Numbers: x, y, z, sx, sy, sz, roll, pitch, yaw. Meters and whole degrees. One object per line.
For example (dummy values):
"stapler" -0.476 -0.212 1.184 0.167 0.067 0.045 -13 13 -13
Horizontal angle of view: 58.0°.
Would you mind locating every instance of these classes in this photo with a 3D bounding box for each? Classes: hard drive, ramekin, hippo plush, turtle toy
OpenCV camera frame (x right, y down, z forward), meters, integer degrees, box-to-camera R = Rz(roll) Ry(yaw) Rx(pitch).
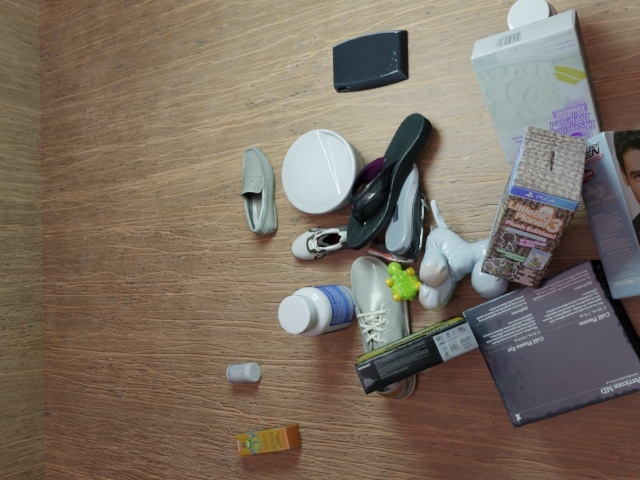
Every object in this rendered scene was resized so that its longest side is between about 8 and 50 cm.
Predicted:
"hard drive" 0.150 -0.571 1.827 0.254 0.054 0.172 -2 87 32
"ramekin" 0.020 -0.214 1.856 0.273 0.127 0.273 -1 88 33
"hippo plush" 0.407 0.077 1.596 0.236 0.234 0.294 6 49 15
"turtle toy" 0.241 0.121 1.715 0.095 0.066 0.130 -26 73 1

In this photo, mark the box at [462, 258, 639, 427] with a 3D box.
"box" 0.595 0.257 1.453 0.343 0.179 0.312 -28 72 29

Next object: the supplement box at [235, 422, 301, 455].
"supplement box" -0.183 0.689 1.989 0.233 0.080 0.078 -21 76 32

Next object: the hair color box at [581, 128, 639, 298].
"hair color box" 0.739 -0.067 1.354 0.113 0.185 0.374 147 112 -64

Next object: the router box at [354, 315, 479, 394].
"router box" 0.249 0.299 1.542 0.309 0.243 0.081 -24 83 3

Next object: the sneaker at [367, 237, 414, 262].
"sneaker" 0.218 0.028 1.768 0.158 0.061 0.065 18 89 29

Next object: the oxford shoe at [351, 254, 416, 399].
"oxford shoe" 0.182 0.260 1.744 0.169 0.130 0.449 -18 78 32

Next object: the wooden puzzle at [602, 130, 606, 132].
"wooden puzzle" 0.709 -0.247 1.496 0.083 0.006 0.049 -23 77 29

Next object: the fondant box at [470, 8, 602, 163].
"fondant box" 0.543 -0.367 1.435 0.238 0.330 0.096 -10 40 31

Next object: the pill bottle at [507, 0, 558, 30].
"pill bottle" 0.556 -0.541 1.481 0.119 0.208 0.119 -1 88 32

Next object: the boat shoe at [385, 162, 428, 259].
"boat shoe" 0.267 -0.091 1.709 0.113 0.105 0.306 -28 47 44

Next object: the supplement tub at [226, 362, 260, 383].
"supplement tub" -0.275 0.472 2.056 0.107 0.071 0.071 -12 82 30

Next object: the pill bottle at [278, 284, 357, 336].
"pill bottle" -0.007 0.216 1.776 0.152 0.272 0.152 -1 88 32

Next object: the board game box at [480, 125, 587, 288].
"board game box" 0.501 -0.076 1.364 0.141 0.232 0.291 17 139 13

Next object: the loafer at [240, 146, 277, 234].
"loafer" -0.224 -0.177 2.016 0.112 0.111 0.319 -17 80 30

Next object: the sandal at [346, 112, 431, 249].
"sandal" 0.170 -0.187 1.715 0.446 0.107 0.167 -63 28 0

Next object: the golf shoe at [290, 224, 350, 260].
"golf shoe" 0.000 0.000 1.870 0.273 0.120 0.105 -15 82 32
